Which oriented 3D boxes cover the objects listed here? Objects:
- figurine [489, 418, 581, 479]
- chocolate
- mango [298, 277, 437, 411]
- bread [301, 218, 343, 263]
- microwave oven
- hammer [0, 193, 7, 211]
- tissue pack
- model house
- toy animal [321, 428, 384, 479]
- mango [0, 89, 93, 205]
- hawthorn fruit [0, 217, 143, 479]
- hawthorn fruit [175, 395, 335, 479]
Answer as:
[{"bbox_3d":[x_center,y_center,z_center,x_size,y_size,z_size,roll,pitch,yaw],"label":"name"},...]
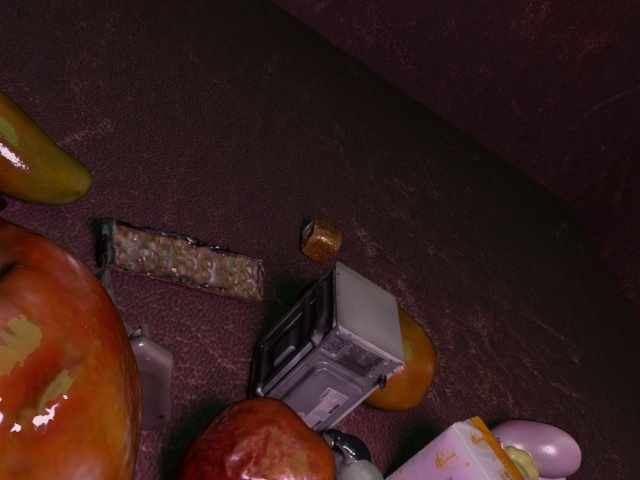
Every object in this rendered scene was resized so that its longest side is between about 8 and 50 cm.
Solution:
[{"bbox_3d":[0.395,0.472,1.331,0.284,0.206,0.315,42,30,22],"label":"figurine"},{"bbox_3d":[-0.239,0.043,1.255,0.329,0.065,0.102,17,51,-37],"label":"chocolate"},{"bbox_3d":[0.088,0.186,1.364,0.211,0.173,0.317,1,37,-51],"label":"mango"},{"bbox_3d":[0.000,-0.002,1.607,0.070,0.076,0.083,34,30,-22],"label":"bread"},{"bbox_3d":[0.002,0.188,1.163,0.145,0.240,0.194,34,29,-18],"label":"microwave oven"},{"bbox_3d":[-0.560,-0.023,0.906,0.242,0.095,0.409,43,25,1],"label":"hammer"},{"bbox_3d":[0.247,0.438,1.189,0.124,0.185,0.225,0,49,-52],"label":"tissue pack"},{"bbox_3d":[-0.275,0.139,0.949,0.122,0.229,0.188,-17,55,-21],"label":"model house"},{"bbox_3d":[0.059,0.406,1.101,0.121,0.094,0.225,23,31,-49],"label":"toy animal"},{"bbox_3d":[-0.495,-0.149,1.117,0.289,0.129,0.146,39,11,-16],"label":"mango"},{"bbox_3d":[-0.338,0.141,0.642,0.402,0.403,0.403,31,30,-20],"label":"hawthorn fruit"},{"bbox_3d":[-0.105,0.322,0.906,0.207,0.207,0.243,49,33,13],"label":"hawthorn fruit"}]
